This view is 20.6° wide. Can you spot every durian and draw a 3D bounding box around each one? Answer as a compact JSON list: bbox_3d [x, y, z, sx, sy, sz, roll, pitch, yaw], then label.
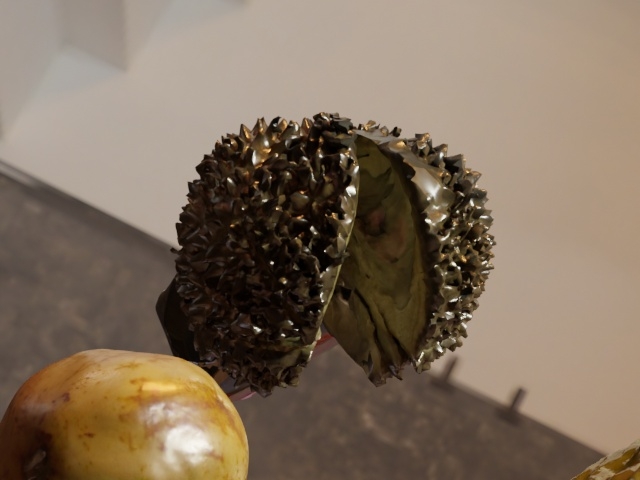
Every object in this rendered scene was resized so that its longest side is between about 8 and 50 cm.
[{"bbox_3d":[0.000,0.000,1.020,0.167,0.196,0.196,-62,175,19],"label":"durian"}]

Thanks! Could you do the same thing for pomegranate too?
[{"bbox_3d":[-0.179,0.211,1.564,0.248,0.248,0.248,-63,174,-11],"label":"pomegranate"}]

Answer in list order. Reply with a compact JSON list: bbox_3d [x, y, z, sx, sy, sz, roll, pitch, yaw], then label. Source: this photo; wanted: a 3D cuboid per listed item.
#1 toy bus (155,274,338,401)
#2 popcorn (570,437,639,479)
[{"bbox_3d":[-0.015,0.046,1.741,0.303,0.127,0.147,-30,162,15],"label":"toy bus"},{"bbox_3d":[0.151,0.182,0.801,0.156,0.197,0.197,-27,177,6],"label":"popcorn"}]
